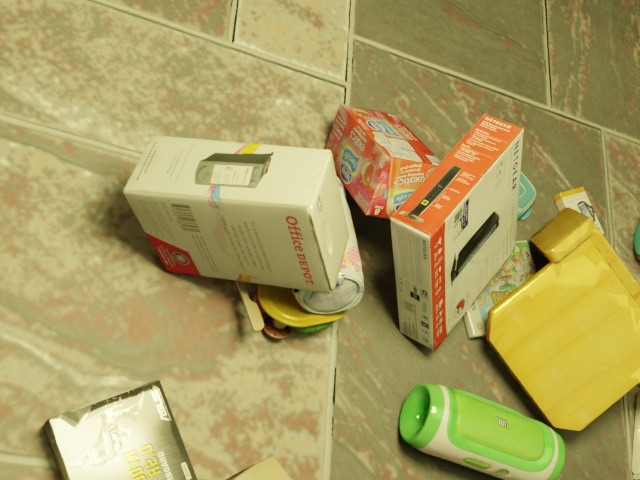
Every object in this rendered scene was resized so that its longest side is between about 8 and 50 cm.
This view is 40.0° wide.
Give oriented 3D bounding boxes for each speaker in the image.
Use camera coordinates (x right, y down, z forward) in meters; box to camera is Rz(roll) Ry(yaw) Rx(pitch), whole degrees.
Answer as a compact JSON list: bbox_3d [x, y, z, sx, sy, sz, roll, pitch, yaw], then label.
[{"bbox_3d":[0.297,0.358,1.605,0.297,0.131,0.131,23,60,-19],"label":"speaker"}]

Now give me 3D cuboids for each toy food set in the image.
[{"bbox_3d":[-0.054,0.120,1.558,0.218,0.071,0.128,-6,49,-32],"label":"toy food set"}]

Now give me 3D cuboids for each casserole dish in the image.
[{"bbox_3d":[0.404,-0.128,1.923,0.188,0.037,0.114,48,55,-1],"label":"casserole dish"}]

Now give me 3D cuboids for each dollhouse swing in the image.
[{"bbox_3d":[0.514,0.170,1.816,0.305,0.315,0.347,-37,94,8],"label":"dollhouse swing"}]

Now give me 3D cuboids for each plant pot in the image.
[{"bbox_3d":[-0.100,0.405,1.388,0.109,0.109,0.096,53,43,1],"label":"plant pot"}]

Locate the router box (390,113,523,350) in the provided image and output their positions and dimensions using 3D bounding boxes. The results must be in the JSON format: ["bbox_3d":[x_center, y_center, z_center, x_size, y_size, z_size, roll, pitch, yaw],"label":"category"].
[{"bbox_3d":[0.253,-0.011,1.605,0.082,0.335,0.301,27,59,28],"label":"router box"}]

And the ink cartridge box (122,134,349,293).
[{"bbox_3d":[-0.125,-0.042,1.404,0.306,0.226,0.131,6,54,16],"label":"ink cartridge box"}]

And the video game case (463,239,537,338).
[{"bbox_3d":[0.370,0.097,1.815,0.212,0.023,0.193,-4,71,-30],"label":"video game case"}]

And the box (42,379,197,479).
[{"bbox_3d":[-0.293,0.350,1.331,0.183,0.056,0.231,-16,77,-33],"label":"box"}]

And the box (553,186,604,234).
[{"bbox_3d":[0.590,-0.050,1.996,0.081,0.028,0.136,-14,79,-32],"label":"box"}]

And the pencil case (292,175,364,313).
[{"bbox_3d":[0.000,0.000,1.561,0.124,0.113,0.273,-3,49,-6],"label":"pencil case"}]

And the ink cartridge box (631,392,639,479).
[{"bbox_3d":[0.802,0.444,1.845,0.273,0.115,0.198,25,60,-17],"label":"ink cartridge box"}]

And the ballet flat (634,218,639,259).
[{"bbox_3d":[0.822,-0.059,2.083,0.106,0.108,0.316,39,56,-25],"label":"ballet flat"}]

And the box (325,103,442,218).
[{"bbox_3d":[0.114,-0.147,1.647,0.128,0.122,0.257,8,27,-25],"label":"box"}]
